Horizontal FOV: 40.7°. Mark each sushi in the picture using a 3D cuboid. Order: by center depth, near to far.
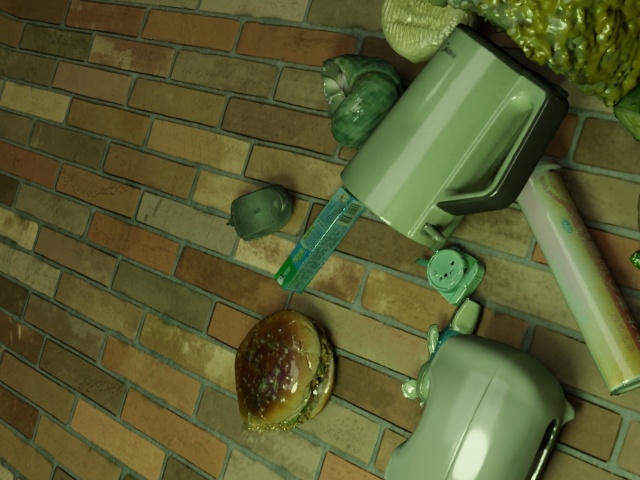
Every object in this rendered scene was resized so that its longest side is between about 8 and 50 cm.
[{"bbox_3d":[0.398,-0.431,1.504,0.240,0.396,0.351,-58,45,18],"label":"sushi"}]

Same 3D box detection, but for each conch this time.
[{"bbox_3d":[0.090,-0.289,1.857,0.220,0.195,0.277,-33,84,50],"label":"conch"}]

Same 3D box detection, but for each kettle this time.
[{"bbox_3d":[0.260,-0.176,1.615,0.377,0.250,0.361,-54,32,15],"label":"kettle"}]

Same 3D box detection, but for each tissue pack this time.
[{"bbox_3d":[0.285,0.349,1.521,0.236,0.229,0.333,25,96,30],"label":"tissue pack"}]

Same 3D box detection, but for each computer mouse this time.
[{"bbox_3d":[-0.135,-0.067,2.042,0.229,0.068,0.113,-18,82,45],"label":"computer mouse"}]

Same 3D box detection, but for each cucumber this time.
[{"bbox_3d":[0.620,-0.268,1.460,0.244,0.134,0.134,-50,54,4],"label":"cucumber"}]

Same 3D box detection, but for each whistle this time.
[{"bbox_3d":[0.249,0.220,1.680,0.114,0.077,0.236,24,90,9],"label":"whistle"}]

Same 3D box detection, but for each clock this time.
[{"bbox_3d":[0.255,0.060,1.726,0.135,0.041,0.101,39,104,36],"label":"clock"}]

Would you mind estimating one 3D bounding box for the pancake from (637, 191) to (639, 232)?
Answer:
[{"bbox_3d":[0.645,-0.054,1.444,0.242,0.050,0.242,-8,77,36],"label":"pancake"}]

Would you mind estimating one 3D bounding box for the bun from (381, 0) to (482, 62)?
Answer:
[{"bbox_3d":[0.241,-0.471,1.794,0.220,0.134,0.220,-7,76,29],"label":"bun"}]

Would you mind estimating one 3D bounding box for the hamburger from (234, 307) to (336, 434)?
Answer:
[{"bbox_3d":[-0.088,0.285,1.887,0.243,0.146,0.286,31,101,45],"label":"hamburger"}]

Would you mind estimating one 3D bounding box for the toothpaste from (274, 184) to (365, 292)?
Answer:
[{"bbox_3d":[0.000,0.000,1.921,0.267,0.065,0.050,-53,55,16],"label":"toothpaste"}]

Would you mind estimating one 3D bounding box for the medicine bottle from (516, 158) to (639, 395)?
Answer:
[{"bbox_3d":[0.463,0.060,1.532,0.108,0.108,0.426,-33,64,28],"label":"medicine bottle"}]

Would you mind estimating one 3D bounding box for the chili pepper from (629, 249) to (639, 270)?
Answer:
[{"bbox_3d":[0.572,0.072,1.487,0.055,0.035,0.118,-21,78,46],"label":"chili pepper"}]
